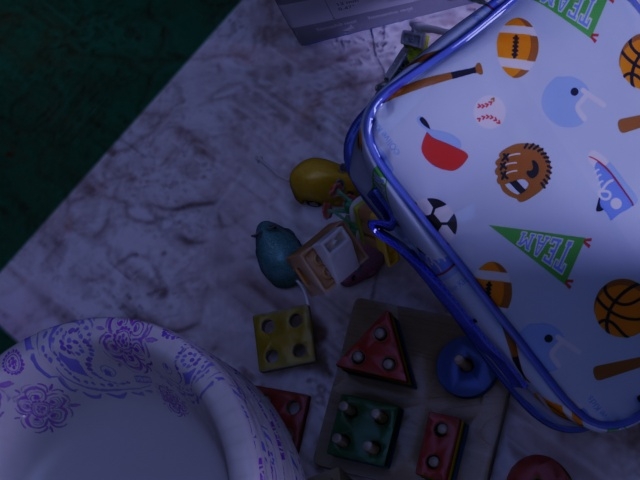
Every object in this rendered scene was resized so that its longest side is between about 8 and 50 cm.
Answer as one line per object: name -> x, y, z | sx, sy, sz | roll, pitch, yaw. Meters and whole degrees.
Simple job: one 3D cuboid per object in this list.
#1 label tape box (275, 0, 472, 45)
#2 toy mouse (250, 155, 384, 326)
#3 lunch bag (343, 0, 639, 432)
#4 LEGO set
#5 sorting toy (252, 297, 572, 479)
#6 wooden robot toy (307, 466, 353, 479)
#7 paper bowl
label tape box -> 0.047, -0.302, 1.135 | 0.249, 0.347, 0.115 | -12, 65, 12
toy mouse -> 0.000, 0.000, 1.200 | 0.161, 0.031, 0.143 | 8, 70, 20
lunch bag -> 0.165, -0.028, 1.050 | 0.243, 0.115, 0.303 | -38, 90, -8
LEGO set -> 0.056, -0.083, 1.167 | 0.107, 0.132, 0.287 | 22, 83, 43
sorting toy -> 0.059, 0.112, 1.119 | 0.274, 0.046, 0.132 | 11, 78, 21
wooden robot toy -> -0.003, 0.252, 1.076 | 0.079, 0.076, 0.173 | -22, 63, 19
paper bowl -> -0.142, 0.208, 1.079 | 0.284, 0.148, 0.284 | -9, 65, 21
